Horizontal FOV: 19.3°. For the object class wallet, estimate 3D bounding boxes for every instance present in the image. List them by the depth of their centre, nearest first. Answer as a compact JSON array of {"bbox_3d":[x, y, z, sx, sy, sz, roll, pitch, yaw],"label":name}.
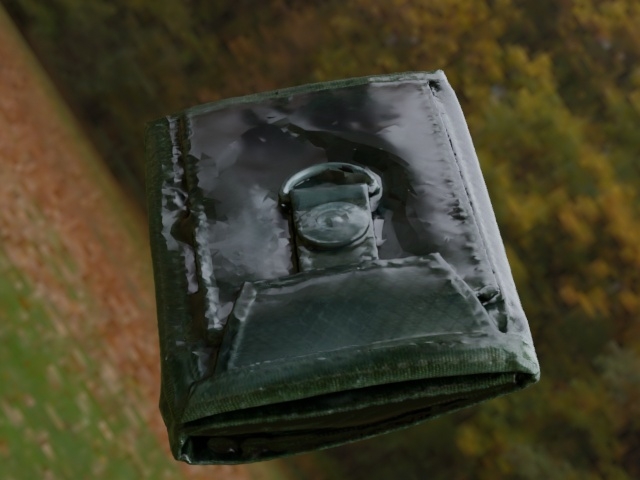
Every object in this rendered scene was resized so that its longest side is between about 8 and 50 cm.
[{"bbox_3d":[0.000,-0.002,0.855,0.236,0.160,0.055,-101,180,-51],"label":"wallet"}]
